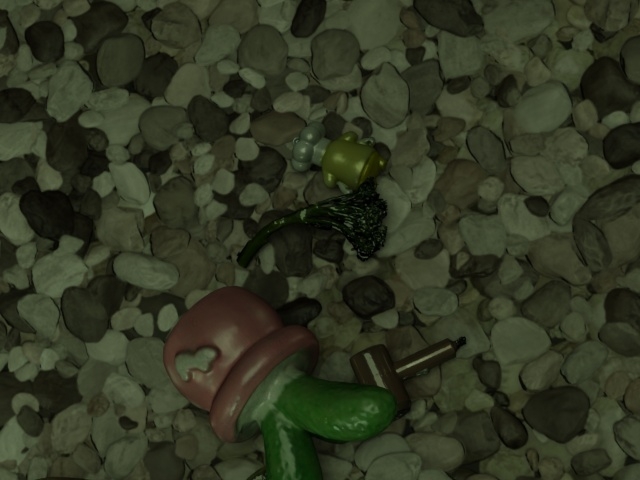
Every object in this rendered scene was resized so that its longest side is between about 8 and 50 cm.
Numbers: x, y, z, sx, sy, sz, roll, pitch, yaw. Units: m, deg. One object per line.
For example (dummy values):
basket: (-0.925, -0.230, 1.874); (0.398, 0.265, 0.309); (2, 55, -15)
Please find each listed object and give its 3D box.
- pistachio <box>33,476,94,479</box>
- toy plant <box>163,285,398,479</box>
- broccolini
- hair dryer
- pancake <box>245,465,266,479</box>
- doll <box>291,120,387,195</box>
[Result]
pistachio: (-0.345, 0.479, 1.778); (0.321, 0.229, 0.238); (23, 39, 20)
toy plant: (-0.079, 0.254, 1.803); (0.356, 0.210, 0.317); (39, 108, 16)
broccolini: (-0.008, 0.002, 1.931); (0.271, 0.062, 0.123); (-23, 85, 15)
hair dryer: (0.148, 0.198, 1.846); (0.181, 0.064, 0.117); (-25, 73, -3)
pancake: (-0.073, 0.413, 1.846); (0.116, 0.022, 0.130); (-9, 69, 8)
doll: (0.026, -0.136, 1.953); (0.162, 0.062, 0.106); (24, 82, 14)
